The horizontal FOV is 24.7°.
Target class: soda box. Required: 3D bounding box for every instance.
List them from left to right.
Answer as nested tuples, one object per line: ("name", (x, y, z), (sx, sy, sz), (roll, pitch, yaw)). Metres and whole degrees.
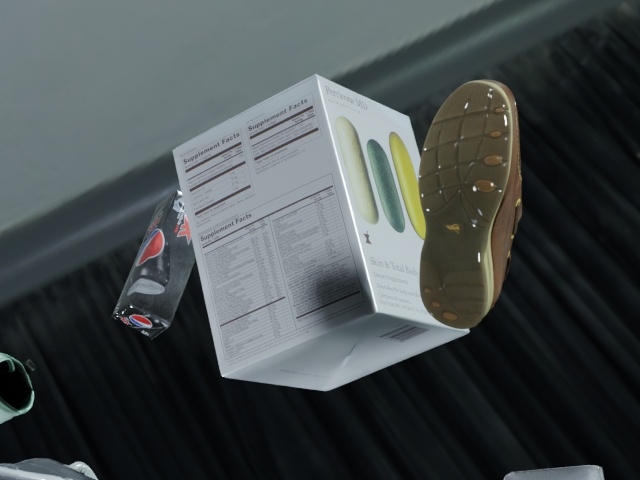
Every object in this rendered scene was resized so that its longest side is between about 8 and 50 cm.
("soda box", (-0.186, 0.027, 1.729), (0.060, 0.169, 0.053), (31, 146, -20))

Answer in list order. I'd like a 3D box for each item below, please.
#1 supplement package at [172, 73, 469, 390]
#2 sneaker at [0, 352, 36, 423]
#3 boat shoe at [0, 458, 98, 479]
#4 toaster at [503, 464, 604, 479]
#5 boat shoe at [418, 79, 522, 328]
("supplement package", (0.000, 0.000, 1.557), (0.198, 0.263, 0.199), (-25, 158, 28))
("sneaker", (-0.455, 0.127, 1.780), (0.151, 0.094, 0.256), (-17, 123, 38))
("boat shoe", (-0.157, 0.173, 0.840), (0.301, 0.102, 0.108), (-2, 125, 8))
("toaster", (0.241, 0.329, 1.462), (0.110, 0.168, 0.186), (-8, 155, 2))
("boat shoe", (0.106, -0.029, 0.995), (0.060, 0.064, 0.178), (-34, 134, -51))
